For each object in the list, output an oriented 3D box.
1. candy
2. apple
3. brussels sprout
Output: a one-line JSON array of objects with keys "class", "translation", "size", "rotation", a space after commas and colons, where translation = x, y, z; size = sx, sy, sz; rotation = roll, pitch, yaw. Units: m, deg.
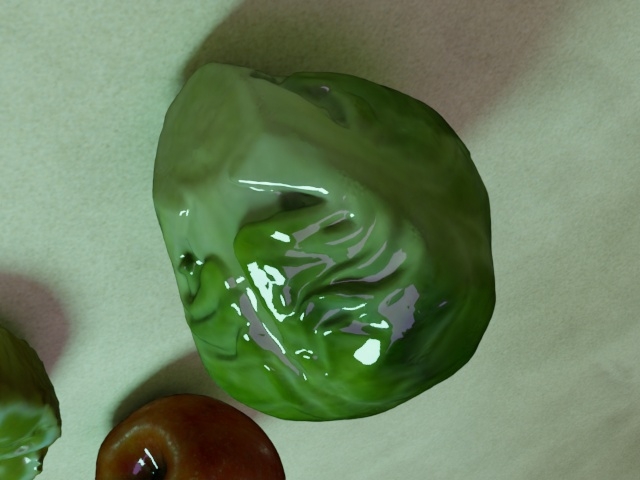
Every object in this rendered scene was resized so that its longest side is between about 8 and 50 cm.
[{"class": "candy", "translation": [-0.373, 0.183, 1.005], "size": [0.259, 0.118, 0.260], "rotation": [-18, 142, -15]}, {"class": "apple", "translation": [-0.149, 0.287, 1.226], "size": [0.218, 0.218, 0.201], "rotation": [-41, 148, 9]}, {"class": "brussels sprout", "translation": [0.003, -0.005, 0.959], "size": [0.289, 0.282, 0.354], "rotation": [-23, 133, 29]}]
